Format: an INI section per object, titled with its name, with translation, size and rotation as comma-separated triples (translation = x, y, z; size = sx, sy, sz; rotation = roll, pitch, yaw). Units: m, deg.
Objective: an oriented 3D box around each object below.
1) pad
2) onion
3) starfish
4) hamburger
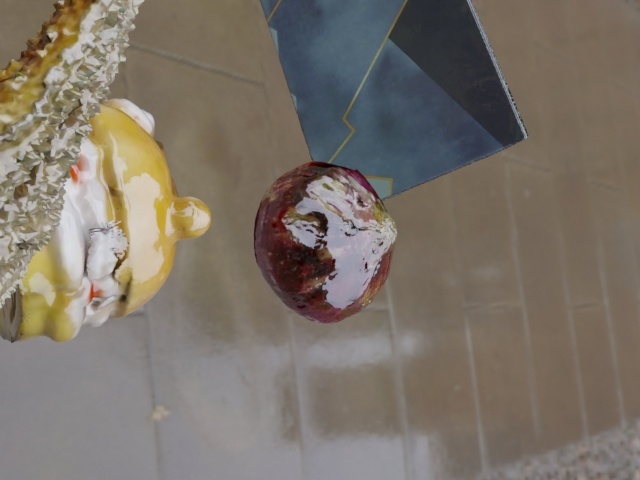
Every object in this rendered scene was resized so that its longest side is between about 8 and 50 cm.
[pad]
translation = 0.048, -0.150, 0.932
size = 0.004, 0.164, 0.243
rotation = 44, 25, -64
[onion]
translation = 0.000, 0.000, 0.767
size = 0.107, 0.097, 0.107
rotation = 2, 87, -49
[starfish]
translation = -0.103, 0.017, 0.289
size = 0.227, 0.043, 0.240
rotation = -88, -159, -85
[hamburger]
translation = -0.260, -0.031, 1.280
size = 0.237, 0.276, 0.276
rotation = -11, 91, -24
